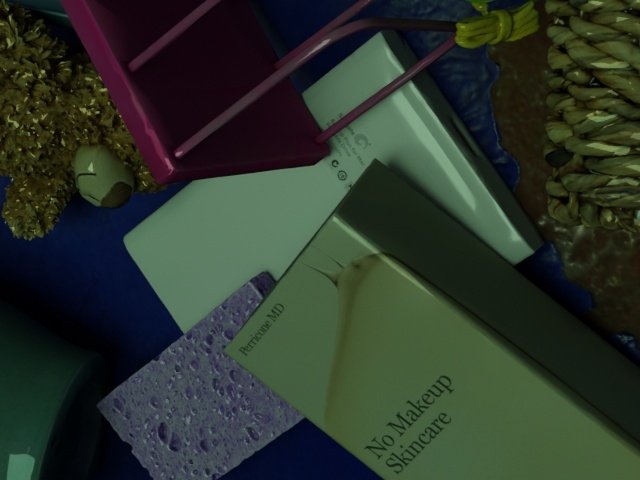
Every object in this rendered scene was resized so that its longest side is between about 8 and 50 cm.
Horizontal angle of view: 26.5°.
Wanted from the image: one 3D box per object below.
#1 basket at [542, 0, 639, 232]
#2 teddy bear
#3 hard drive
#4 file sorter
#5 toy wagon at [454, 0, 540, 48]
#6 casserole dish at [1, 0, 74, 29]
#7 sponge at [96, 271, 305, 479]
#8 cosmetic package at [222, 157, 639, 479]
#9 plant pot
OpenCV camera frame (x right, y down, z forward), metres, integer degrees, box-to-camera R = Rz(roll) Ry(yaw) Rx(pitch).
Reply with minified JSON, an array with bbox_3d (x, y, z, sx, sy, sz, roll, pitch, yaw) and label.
[{"bbox_3d":[0.262,-0.142,0.768,0.214,0.299,0.223,5,108,26],"label":"basket"},{"bbox_3d":[-0.261,-0.099,1.092,0.338,0.113,0.245,25,132,-8],"label":"teddy bear"},{"bbox_3d":[0.000,0.000,1.098,0.307,0.040,0.203,-36,88,31],"label":"hard drive"},{"bbox_3d":[-0.059,-0.215,0.945,0.182,0.202,0.290,-34,79,29],"label":"file sorter"},{"bbox_3d":[0.087,-0.292,0.845,0.068,0.267,0.344,34,135,54],"label":"toy wagon"},{"bbox_3d":[-0.197,-0.218,1.103,0.188,0.114,0.037,16,152,21],"label":"casserole dish"},{"bbox_3d":[-0.085,0.128,1.138,0.210,0.031,0.117,-39,86,31],"label":"sponge"},{"bbox_3d":[0.104,0.105,1.003,0.309,0.113,0.160,37,121,-1],"label":"cosmetic package"},{"bbox_3d":[-0.334,0.159,1.202,0.255,0.271,0.271,13,112,8],"label":"plant pot"}]
